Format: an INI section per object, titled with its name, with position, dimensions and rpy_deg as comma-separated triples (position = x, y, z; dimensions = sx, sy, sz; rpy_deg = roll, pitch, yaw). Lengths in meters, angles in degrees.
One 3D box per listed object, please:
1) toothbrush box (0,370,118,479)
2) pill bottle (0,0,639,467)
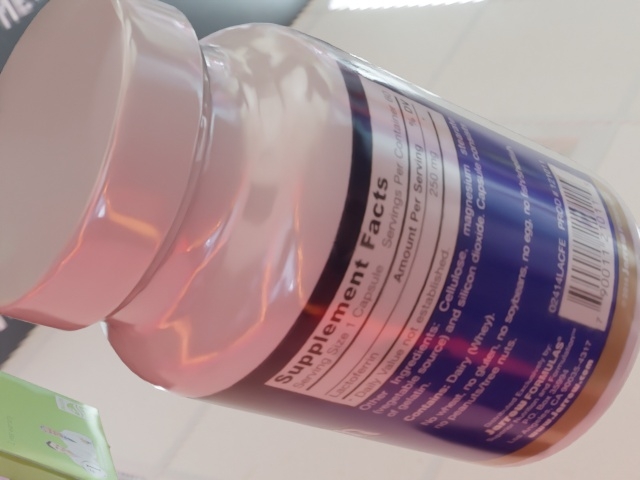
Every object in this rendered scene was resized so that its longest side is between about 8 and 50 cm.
[toothbrush box]
position = -0.285, 0.152, 0.630
dimensions = 0.206, 0.283, 0.122
rpy_deg = -61, -155, 7
[pill bottle]
position = 0.000, 0.000, 0.480
dimensions = 0.153, 0.265, 0.153
rpy_deg = -28, -128, 44
